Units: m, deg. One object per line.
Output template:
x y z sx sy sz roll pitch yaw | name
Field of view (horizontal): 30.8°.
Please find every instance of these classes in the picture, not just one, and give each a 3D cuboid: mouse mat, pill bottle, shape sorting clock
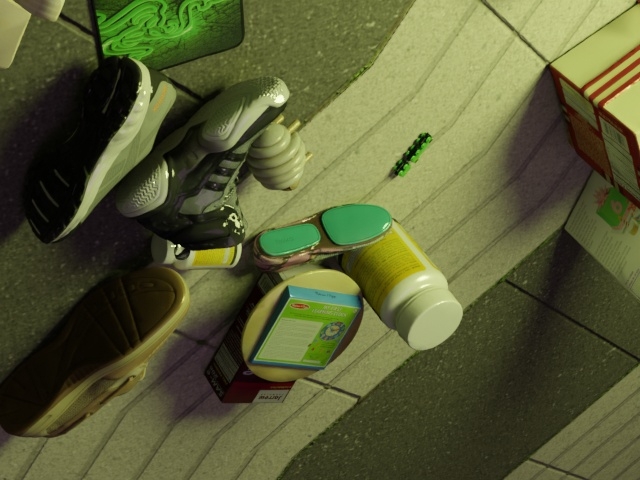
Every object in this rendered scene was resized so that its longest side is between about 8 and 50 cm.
-0.178 -0.271 1.390 0.189 0.007 0.153 -21 138 -19 | mouse mat
0.121 0.063 1.785 0.119 0.208 0.119 -20 138 -20 | pill bottle
-0.027 0.129 1.754 0.206 0.040 0.206 -17 134 -19 | shape sorting clock
-0.174 0.009 1.621 0.116 0.065 0.065 -1 129 -38 | pill bottle

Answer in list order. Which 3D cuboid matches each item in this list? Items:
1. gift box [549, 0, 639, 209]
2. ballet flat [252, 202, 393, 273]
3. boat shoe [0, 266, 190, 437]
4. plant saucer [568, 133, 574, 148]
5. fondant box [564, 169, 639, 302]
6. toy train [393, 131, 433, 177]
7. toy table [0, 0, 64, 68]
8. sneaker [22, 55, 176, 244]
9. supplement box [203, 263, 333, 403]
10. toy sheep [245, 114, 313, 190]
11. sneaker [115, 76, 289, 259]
0.538 -0.225 1.782 0.258 0.255 0.276 -34 141 -4 | gift box
0.000 0.000 1.751 0.221 0.077 0.079 -16 155 -18 | ballet flat
-0.305 0.161 1.640 0.341 0.122 0.110 -37 147 15 | boat shoe
0.454 -0.186 1.950 0.083 0.013 0.083 -21 139 -19 | plant saucer
0.589 -0.018 1.966 0.096 0.330 0.238 -7 132 -35 | fondant box
0.142 -0.130 1.765 0.083 0.017 0.023 -50 149 15 | toy train
-0.324 -0.297 1.084 0.160 0.252 0.274 16 131 -27 | toy table
-0.267 -0.099 1.421 0.271 0.100 0.108 -51 153 20 | sneaker
-0.070 0.148 1.832 0.130 0.073 0.239 6 125 -41 | supplement box
-0.060 -0.119 1.571 0.091 0.091 0.132 -32 127 -7 | toy sheep
-0.123 -0.088 1.506 0.268 0.101 0.153 -37 119 8 | sneaker
